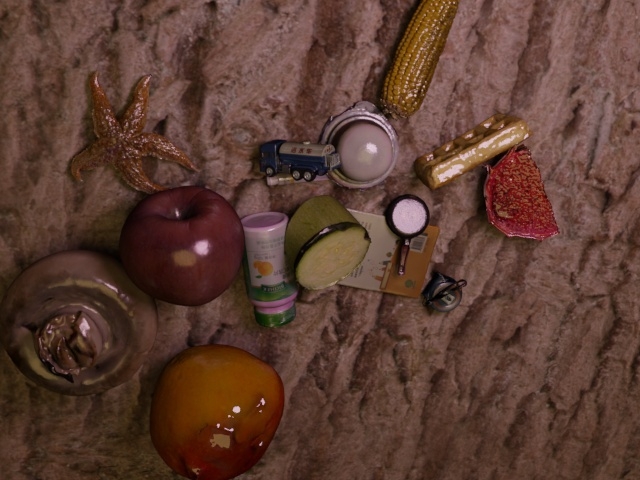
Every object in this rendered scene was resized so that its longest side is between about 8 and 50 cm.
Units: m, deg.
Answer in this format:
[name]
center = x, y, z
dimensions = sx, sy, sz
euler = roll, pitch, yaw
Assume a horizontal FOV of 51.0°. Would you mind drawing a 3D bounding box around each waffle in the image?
[waffle]
center = 0.361, -0.219, 1.623
dimensions = 0.274, 0.168, 0.057
euler = -29, 106, 4

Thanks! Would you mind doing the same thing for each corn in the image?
[corn]
center = 0.226, -0.429, 1.555
dimensions = 0.115, 0.115, 0.318
euler = 15, 107, -14

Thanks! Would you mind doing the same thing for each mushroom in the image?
[mushroom]
center = -0.567, 0.205, 1.571
dimensions = 0.362, 0.294, 0.362
euler = -2, 109, -6

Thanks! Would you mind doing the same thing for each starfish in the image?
[starfish]
center = -0.441, -0.241, 1.552
dimensions = 0.299, 0.060, 0.303
euler = -4, 110, -4

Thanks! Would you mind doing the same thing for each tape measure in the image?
[tape measure]
center = 0.343, 0.150, 1.760
dimensions = 0.107, 0.180, 0.104
euler = 28, 88, -16

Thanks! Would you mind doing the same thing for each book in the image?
[book]
center = 0.148, 0.034, 1.762
dimensions = 0.295, 0.020, 0.208
euler = 11, 108, -12

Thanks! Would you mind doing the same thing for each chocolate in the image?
[chocolate]
center = 0.106, -0.217, 1.590
dimensions = 0.221, 0.147, 0.221
euler = -2, 98, -10

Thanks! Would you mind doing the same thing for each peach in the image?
[peach]
center = -0.259, 0.421, 1.665
dimensions = 0.372, 0.373, 0.290
euler = -4, 113, -7

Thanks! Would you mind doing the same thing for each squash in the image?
[squash]
center = 0.003, 0.014, 1.641
dimensions = 0.220, 0.133, 0.220
euler = -24, 136, -25

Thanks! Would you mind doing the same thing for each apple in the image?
[apple]
center = -0.312, 0.017, 1.532
dimensions = 0.305, 0.306, 0.235
euler = -5, 123, -7

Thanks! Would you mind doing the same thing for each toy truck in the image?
[toy truck]
center = -0.050, -0.190, 1.568
dimensions = 0.201, 0.074, 0.088
euler = 9, 115, 30

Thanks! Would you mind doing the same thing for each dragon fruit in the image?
[dragon fruit]
center = 0.482, -0.121, 1.707
dimensions = 0.161, 0.126, 0.274
euler = -24, 107, 11

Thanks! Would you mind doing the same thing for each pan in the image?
[pan]
center = 0.219, -0.013, 1.720
dimensions = 0.114, 0.040, 0.212
euler = 6, 94, -6

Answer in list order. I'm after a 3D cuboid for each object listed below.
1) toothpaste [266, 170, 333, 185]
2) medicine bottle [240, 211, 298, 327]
[toothpaste]
center = -0.039, -0.161, 1.658
dimensions = 0.190, 0.031, 0.048
euler = -9, 105, -8
[medicine bottle]
center = -0.127, 0.075, 1.677
dimensions = 0.133, 0.133, 0.274
euler = -8, 112, -5
